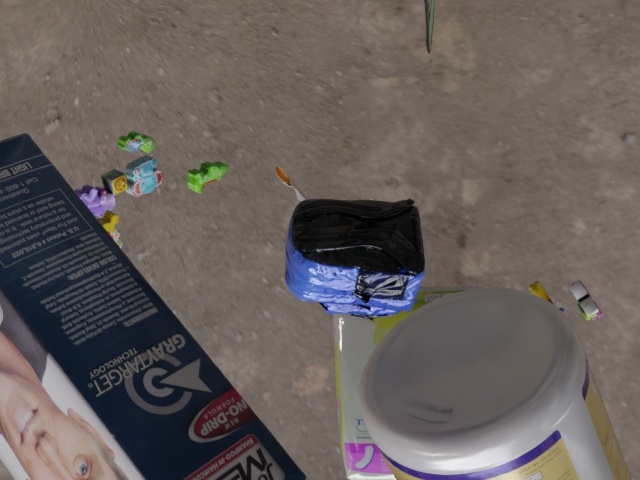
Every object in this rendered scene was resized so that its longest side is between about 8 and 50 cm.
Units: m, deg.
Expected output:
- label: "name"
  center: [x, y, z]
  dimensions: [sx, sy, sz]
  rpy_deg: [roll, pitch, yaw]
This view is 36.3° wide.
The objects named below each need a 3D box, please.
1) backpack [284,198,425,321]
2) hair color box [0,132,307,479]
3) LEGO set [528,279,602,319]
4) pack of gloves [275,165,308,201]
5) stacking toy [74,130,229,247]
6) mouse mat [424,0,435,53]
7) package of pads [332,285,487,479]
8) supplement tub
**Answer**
- label: "backpack"
  center: [0.026, 0.020, 0.893]
  dimensions: [0.120, 0.098, 0.101]
  rpy_deg: [7, 130, -9]
- label: "hair color box"
  center: [-0.184, 0.107, 0.739]
  dimensions: [0.347, 0.174, 0.105]
  rpy_deg: [48, 46, 13]
- label: "LEGO set"
  center: [0.390, 0.098, 1.576]
  dimensions: [0.087, 0.227, 0.093]
  rpy_deg: [-33, 75, 11]
- label: "pack of gloves"
  center: [0.000, 0.000, 1.406]
  dimensions: [0.046, 0.232, 0.195]
  rpy_deg: [-37, 81, 2]
- label: "stacking toy"
  center: [-0.249, -0.063, 1.221]
  dimensions: [0.221, 0.167, 0.052]
  rpy_deg: [-33, 132, -36]
- label: "mouse mat"
  center: [0.093, -0.261, 0.812]
  dimensions: [0.007, 0.189, 0.152]
  rpy_deg: [4, 76, 8]
- label: "package of pads"
  center: [0.136, 0.211, 1.439]
  dimensions: [0.229, 0.101, 0.296]
  rpy_deg: [-1, 106, 7]
- label: "supplement tub"
  center: [0.208, 0.242, 1.084]
  dimensions: [0.241, 0.241, 0.331]
  rpy_deg: [-30, 123, -4]
